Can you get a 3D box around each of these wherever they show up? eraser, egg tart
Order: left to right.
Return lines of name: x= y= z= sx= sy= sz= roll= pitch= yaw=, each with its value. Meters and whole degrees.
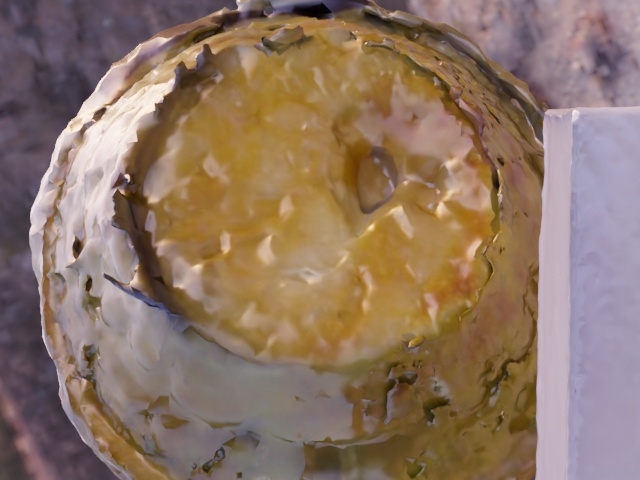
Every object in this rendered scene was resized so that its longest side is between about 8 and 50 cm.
egg tart: x=0.001 y=0.000 z=0.539 sx=0.212 sy=0.212 sz=0.090 roll=61 pitch=166 yaw=19
eraser: x=0.162 y=0.026 z=0.401 sx=0.068 sy=0.210 sz=0.124 roll=-89 pitch=-1 yaw=-85
